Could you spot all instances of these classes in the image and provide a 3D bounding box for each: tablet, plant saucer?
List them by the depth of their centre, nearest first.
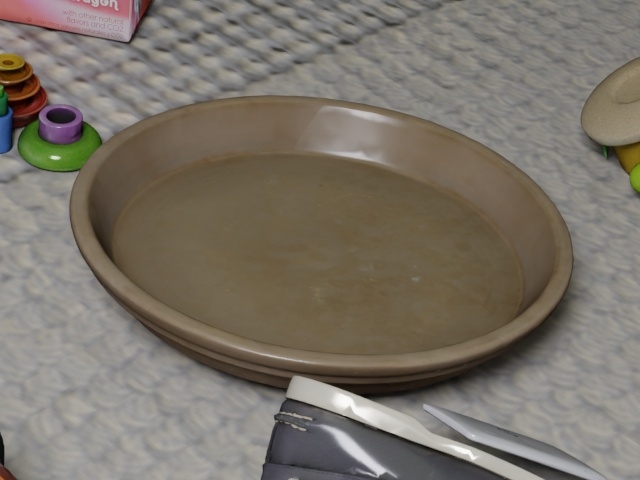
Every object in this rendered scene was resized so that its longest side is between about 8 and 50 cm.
[{"bbox_3d":[0.094,0.098,0.836,0.083,0.006,0.054,21,2,-26],"label":"tablet"},{"bbox_3d":[0.000,0.000,0.954,0.278,0.041,0.278,6,31,-3],"label":"plant saucer"}]

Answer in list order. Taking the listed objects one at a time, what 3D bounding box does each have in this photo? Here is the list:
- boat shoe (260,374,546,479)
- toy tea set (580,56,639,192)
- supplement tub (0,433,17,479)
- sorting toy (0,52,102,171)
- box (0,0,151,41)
[{"bbox_3d":[0.068,0.131,0.804,0.206,0.075,0.065,23,81,12],"label":"boat shoe"},{"bbox_3d":[0.288,-0.095,1.100,0.200,0.124,0.336,-6,41,44],"label":"toy tea set"},{"bbox_3d":[-0.166,0.147,0.677,0.106,0.106,0.198,3,37,-7],"label":"supplement tub"},{"bbox_3d":[-0.177,-0.081,1.041,0.102,0.042,0.061,33,43,30],"label":"sorting toy"},{"bbox_3d":[-0.252,-0.254,1.177,0.300,0.142,0.154,11,37,4],"label":"box"}]
